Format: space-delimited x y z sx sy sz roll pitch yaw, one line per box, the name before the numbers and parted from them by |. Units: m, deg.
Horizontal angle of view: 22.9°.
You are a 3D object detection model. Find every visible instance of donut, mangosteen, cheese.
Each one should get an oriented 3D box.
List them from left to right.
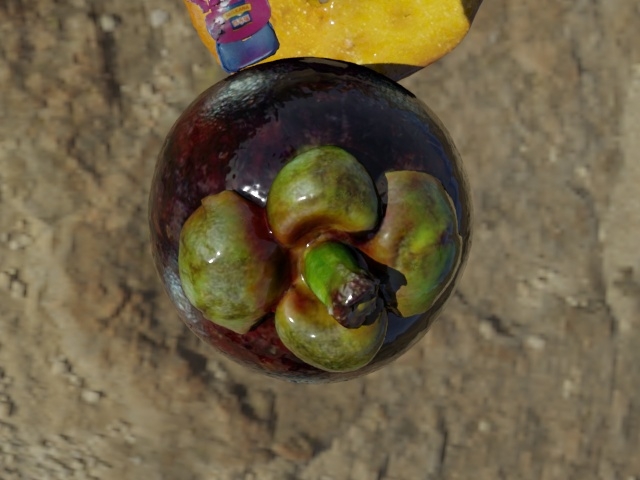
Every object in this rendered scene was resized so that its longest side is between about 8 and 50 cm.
cheese | -0.067 -0.184 1.044 0.095 0.038 0.145 -26 112 -19
mangosteen | -0.003 -0.003 1.377 0.300 0.300 0.300 -2 92 -41
donut | 0.010 -0.277 1.528 0.303 0.110 0.303 -1 102 -7
